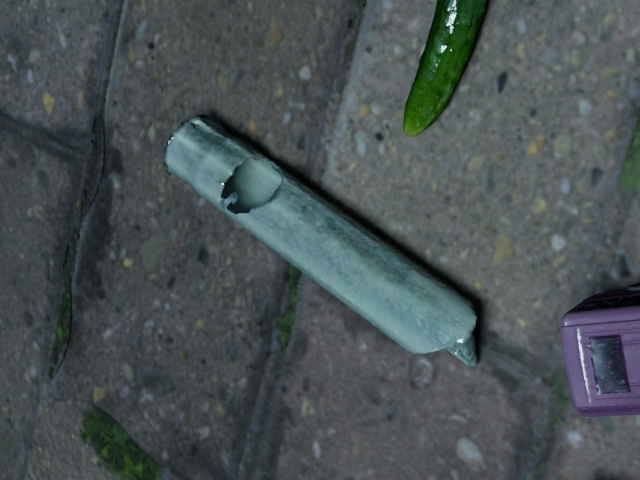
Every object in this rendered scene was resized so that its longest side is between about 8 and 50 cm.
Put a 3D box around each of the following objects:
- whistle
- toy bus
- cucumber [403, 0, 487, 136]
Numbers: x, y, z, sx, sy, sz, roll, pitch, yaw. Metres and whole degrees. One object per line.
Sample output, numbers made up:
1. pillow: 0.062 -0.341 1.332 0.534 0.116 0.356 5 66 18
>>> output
1. whistle: 0.000 0.000 0.988 0.312 0.062 0.062 36 116 25
2. toy bus: 0.251 0.069 0.799 0.178 0.098 0.086 -9 91 35
3. cucumber: 0.095 -0.149 0.915 0.039 0.039 0.168 31 116 28
